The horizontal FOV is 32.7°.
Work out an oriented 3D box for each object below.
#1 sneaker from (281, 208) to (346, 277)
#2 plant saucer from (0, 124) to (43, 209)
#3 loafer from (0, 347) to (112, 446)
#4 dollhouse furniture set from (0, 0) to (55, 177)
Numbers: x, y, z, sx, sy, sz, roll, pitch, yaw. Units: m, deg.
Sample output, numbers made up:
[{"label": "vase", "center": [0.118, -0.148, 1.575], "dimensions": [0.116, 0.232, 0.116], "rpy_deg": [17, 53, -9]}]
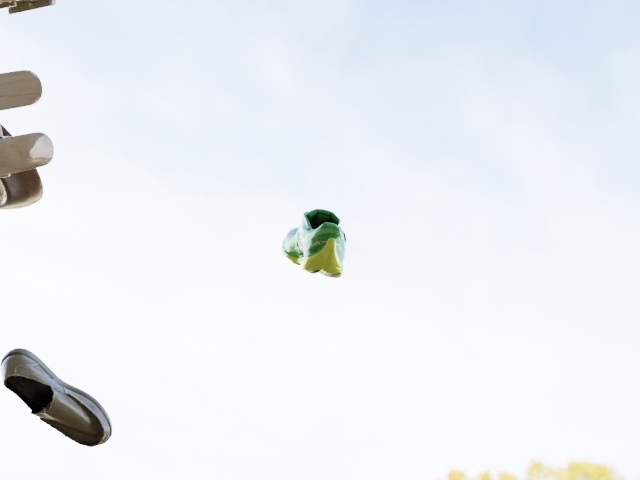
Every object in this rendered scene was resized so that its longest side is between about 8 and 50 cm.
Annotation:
[{"label": "sneaker", "center": [0.000, 0.000, 2.146], "dimensions": [0.109, 0.124, 0.295], "rpy_deg": [15, 2, -15]}, {"label": "plant saucer", "center": [-0.598, -0.151, 1.799], "dimensions": [0.310, 0.050, 0.311], "rpy_deg": [25, -30, 15]}, {"label": "loafer", "center": [-0.497, 0.307, 2.017], "dimensions": [0.251, 0.087, 0.094], "rpy_deg": [40, -73, -15]}, {"label": "dollhouse furniture set", "center": [-0.413, -0.203, 1.365], "dimensions": [0.161, 0.242, 0.212], "rpy_deg": [-18, 15, -42]}]
